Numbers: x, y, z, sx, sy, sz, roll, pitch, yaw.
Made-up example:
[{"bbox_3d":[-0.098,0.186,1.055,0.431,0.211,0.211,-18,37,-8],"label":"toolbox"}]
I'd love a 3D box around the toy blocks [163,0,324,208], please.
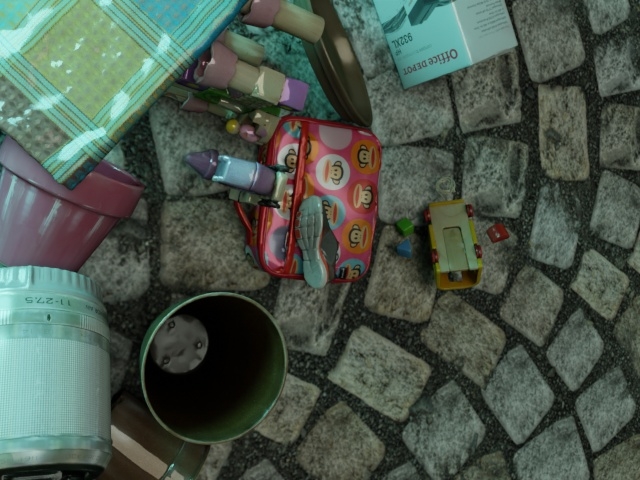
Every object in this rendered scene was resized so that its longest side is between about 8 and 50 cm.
[{"bbox_3d":[-0.190,-0.233,0.972,0.259,0.288,0.309,15,87,-30],"label":"toy blocks"}]

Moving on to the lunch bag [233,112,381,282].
[{"bbox_3d":[-0.029,-0.074,1.150,0.258,0.120,0.294,6,90,-22],"label":"lunch bag"}]

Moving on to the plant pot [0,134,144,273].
[{"bbox_3d":[-0.391,-0.046,0.932,0.201,0.201,0.180,26,94,-24],"label":"plant pot"}]

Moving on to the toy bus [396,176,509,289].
[{"bbox_3d":[0.267,0.003,1.300,0.202,0.191,0.104,-45,152,-19],"label":"toy bus"}]

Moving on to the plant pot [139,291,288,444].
[{"bbox_3d":[-0.194,0.181,1.000,0.215,0.230,0.216,0,90,-26],"label":"plant pot"}]

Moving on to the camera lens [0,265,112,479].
[{"bbox_3d":[-0.399,0.200,0.859,0.219,0.219,0.275,4,61,-27],"label":"camera lens"}]

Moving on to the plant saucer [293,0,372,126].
[{"bbox_3d":[0.022,-0.326,1.121,0.041,0.278,0.278,-21,103,17],"label":"plant saucer"}]

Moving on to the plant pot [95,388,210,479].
[{"bbox_3d":[-0.290,0.334,1.002,0.165,0.167,0.167,42,73,-12],"label":"plant pot"}]

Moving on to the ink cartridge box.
[{"bbox_3d":[0.213,-0.469,1.202,0.129,0.223,0.308,-27,102,-23],"label":"ink cartridge box"}]

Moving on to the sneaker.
[{"bbox_3d":[0.000,0.000,1.079,0.064,0.061,0.158,-13,104,-47],"label":"sneaker"}]

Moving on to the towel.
[{"bbox_3d":[-0.295,-0.288,0.814,0.271,0.040,0.370,42,87,-3],"label":"towel"}]
